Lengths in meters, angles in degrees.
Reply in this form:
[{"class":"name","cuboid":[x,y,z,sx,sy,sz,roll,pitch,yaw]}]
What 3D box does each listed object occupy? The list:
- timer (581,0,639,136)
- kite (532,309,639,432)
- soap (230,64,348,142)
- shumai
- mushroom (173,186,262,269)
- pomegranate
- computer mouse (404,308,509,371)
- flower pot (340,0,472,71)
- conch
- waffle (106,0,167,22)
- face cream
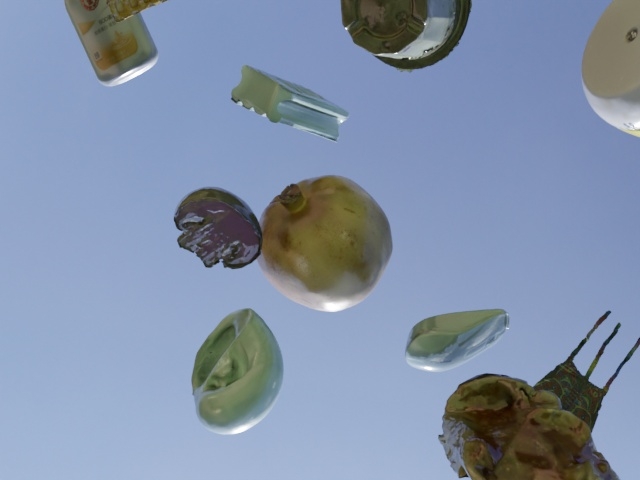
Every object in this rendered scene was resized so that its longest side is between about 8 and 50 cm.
[{"class":"timer","cuboid":[0.587,-0.272,1.120,0.285,0.285,0.285,-14,-120,24]},{"class":"kite","cuboid":[0.511,0.259,1.353,0.152,0.015,0.285,46,-109,-2]},{"class":"soap","cuboid":[-0.065,-0.307,1.590,0.150,0.261,0.094,30,-77,31]},{"class":"shumai","cuboid":[0.212,0.276,0.705,0.267,0.313,0.263,4,-100,66]},{"class":"mushroom","cuboid":[-0.196,-0.035,1.399,0.141,0.188,0.117,-33,-153,30]},{"class":"pomegranate","cuboid":[0.000,0.000,1.558,0.319,0.319,0.319,-14,-120,24]},{"class":"computer mouse","cuboid":[0.273,0.202,1.399,0.230,0.128,0.079,-9,-132,-15]},{"class":"flower pot","cuboid":[0.167,-0.498,1.530,0.290,0.259,0.291,7,-69,18]},{"class":"conch","cuboid":[-0.148,0.231,1.244,0.184,0.121,0.221,2,-121,21]},{"class":"waffle","cuboid":[-0.258,-0.367,0.932,0.092,0.135,0.021,-28,-142,-12]},{"class":"face cream","cuboid":[-0.432,-0.461,1.396,0.143,0.071,0.291,-21,-85,15]}]
